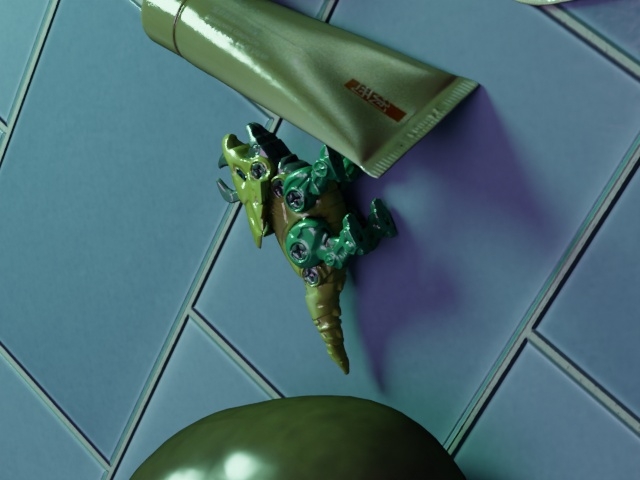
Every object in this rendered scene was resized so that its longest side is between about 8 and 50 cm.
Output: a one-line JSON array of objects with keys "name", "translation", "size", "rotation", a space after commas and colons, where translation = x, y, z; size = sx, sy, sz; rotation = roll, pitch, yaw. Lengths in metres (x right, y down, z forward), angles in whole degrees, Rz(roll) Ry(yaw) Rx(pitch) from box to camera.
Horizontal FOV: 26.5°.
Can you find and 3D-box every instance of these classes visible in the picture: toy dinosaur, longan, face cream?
[{"name": "toy dinosaur", "translation": [0.000, 0.000, 1.286], "size": [0.153, 0.094, 0.259], "rotation": [-23, 92, 39]}, {"name": "longan", "translation": [-0.025, 0.301, 1.230], "size": [0.361, 0.361, 0.361], "rotation": [9, 104, 37]}, {"name": "face cream", "translation": [-0.028, -0.165, 1.265], "size": [0.341, 0.137, 0.084], "rotation": [30, 151, 34]}]

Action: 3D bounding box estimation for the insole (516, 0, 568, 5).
[{"name": "insole", "translation": [0.207, -0.225, 1.121], "size": [0.192, 0.010, 0.063], "rotation": [8, 104, 38]}]
